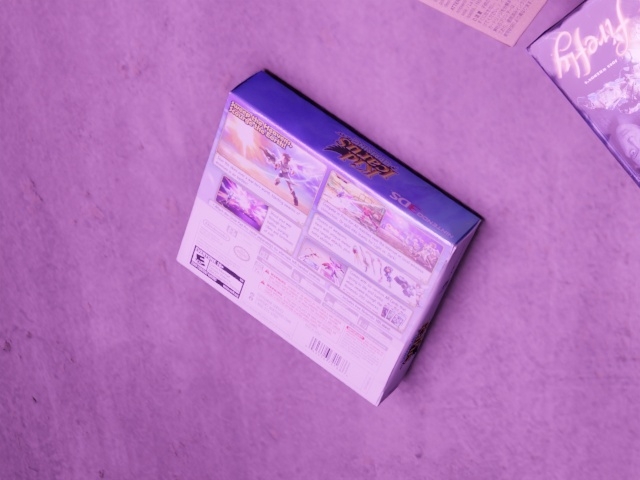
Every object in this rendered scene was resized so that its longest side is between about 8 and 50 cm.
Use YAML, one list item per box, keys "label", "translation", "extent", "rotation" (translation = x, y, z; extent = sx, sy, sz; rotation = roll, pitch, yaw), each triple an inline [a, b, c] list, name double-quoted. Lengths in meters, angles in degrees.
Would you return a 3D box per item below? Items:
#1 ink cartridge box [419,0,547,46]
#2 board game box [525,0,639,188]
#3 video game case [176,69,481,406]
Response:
- label: "ink cartridge box"
  translation: [0.126, -0.285, 1.284]
  extent: [0.193, 0.088, 0.234]
  rotation: [27, 142, -8]
- label: "board game box"
  translation: [0.301, -0.159, 1.322]
  extent: [0.165, 0.042, 0.243]
  rotation: [50, 136, -2]
- label: "video game case"
  translation: [0.000, 0.000, 1.650]
  extent: [0.269, 0.061, 0.244]
  rotation: [35, 135, 14]
